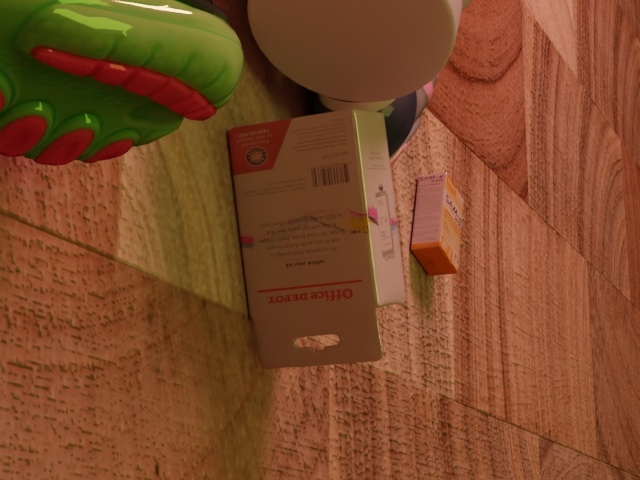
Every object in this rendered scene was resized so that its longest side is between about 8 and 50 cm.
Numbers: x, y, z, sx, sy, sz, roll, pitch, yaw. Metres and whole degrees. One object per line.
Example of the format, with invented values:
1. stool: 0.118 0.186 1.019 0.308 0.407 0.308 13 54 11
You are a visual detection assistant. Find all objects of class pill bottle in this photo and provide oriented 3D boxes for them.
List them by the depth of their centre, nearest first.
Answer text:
1. pill bottle: 0.057 -0.311 1.098 0.210 0.210 0.362 58 35 -42

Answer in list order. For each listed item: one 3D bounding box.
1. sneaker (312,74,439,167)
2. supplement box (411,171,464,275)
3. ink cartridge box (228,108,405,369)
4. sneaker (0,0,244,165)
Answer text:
1. sneaker: 0.065 -0.164 1.227 0.319 0.112 0.131 -56 150 -51
2. supplement box: 0.131 -0.018 1.377 0.062 0.036 0.098 51 39 -49
3. ink cartridge box: 0.000 0.000 1.002 0.067 0.115 0.198 -6 89 -65
4. sneaker: -0.215 -0.182 0.580 0.483 0.185 0.202 32 37 -63
